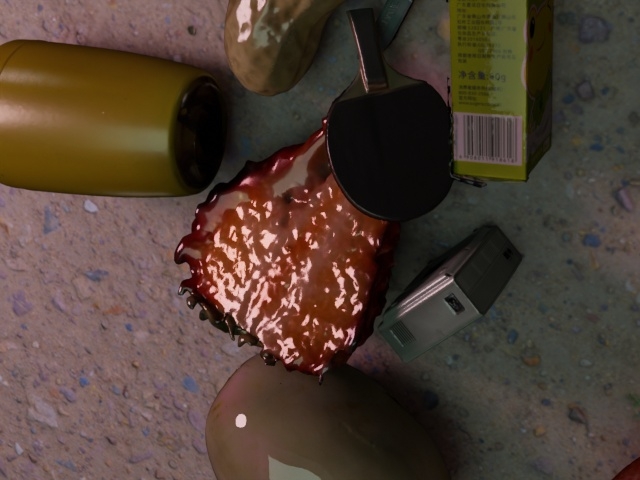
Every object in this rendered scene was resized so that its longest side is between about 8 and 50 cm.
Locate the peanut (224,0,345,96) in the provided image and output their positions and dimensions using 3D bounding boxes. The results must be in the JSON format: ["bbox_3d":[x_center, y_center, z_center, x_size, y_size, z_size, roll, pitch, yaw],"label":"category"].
[{"bbox_3d":[-0.025,-0.256,1.033,0.124,0.123,0.256,30,122,12],"label":"peanut"}]

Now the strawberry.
[{"bbox_3d":[-0.016,0.002,1.136,0.253,0.150,0.280,13,86,30],"label":"strawberry"}]

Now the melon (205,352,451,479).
[{"bbox_3d":[0.012,0.264,1.187,0.317,0.223,0.223,39,124,4],"label":"melon"}]

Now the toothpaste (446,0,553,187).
[{"bbox_3d":[0.169,-0.220,0.958,0.077,0.110,0.327,7,115,25],"label":"toothpaste"}]

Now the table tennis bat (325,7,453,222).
[{"bbox_3d":[0.064,-0.127,1.025,0.130,0.019,0.220,-13,84,-2],"label":"table tennis bat"}]

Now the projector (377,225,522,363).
[{"bbox_3d":[0.134,0.051,1.076,0.061,0.147,0.115,50,124,0],"label":"projector"}]

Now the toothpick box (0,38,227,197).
[{"bbox_3d":[-0.241,-0.133,1.167,0.271,0.175,0.175,8,116,20],"label":"toothpick box"}]

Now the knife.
[{"bbox_3d":[0.085,-0.248,1.013,0.028,0.015,0.210,25,140,-4],"label":"knife"}]

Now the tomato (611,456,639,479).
[{"bbox_3d":[0.395,0.331,1.013,0.265,0.265,0.264,11,117,22],"label":"tomato"}]
